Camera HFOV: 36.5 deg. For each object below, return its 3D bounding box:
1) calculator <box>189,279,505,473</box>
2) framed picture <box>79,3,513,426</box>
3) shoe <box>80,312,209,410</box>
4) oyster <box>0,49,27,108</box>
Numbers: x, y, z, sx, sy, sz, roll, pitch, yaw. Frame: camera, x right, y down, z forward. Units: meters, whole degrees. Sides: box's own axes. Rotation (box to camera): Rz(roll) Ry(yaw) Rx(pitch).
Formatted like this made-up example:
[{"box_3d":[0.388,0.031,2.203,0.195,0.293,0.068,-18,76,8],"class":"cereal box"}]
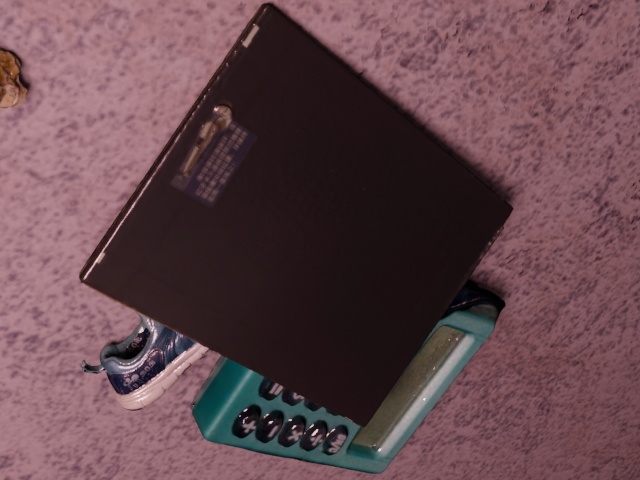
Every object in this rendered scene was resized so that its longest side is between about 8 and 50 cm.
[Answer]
[{"box_3d":[0.033,0.122,0.967,0.274,0.058,0.248,21,111,-38],"class":"calculator"},{"box_3d":[0.000,0.000,0.825,0.338,0.014,0.255,33,92,-37],"class":"framed picture"},{"box_3d":[-0.135,0.079,0.837,0.143,0.064,0.071,-43,118,0],"class":"shoe"},{"box_3d":[-0.244,-0.104,0.646,0.093,0.034,0.051,-9,121,-19],"class":"oyster"}]
